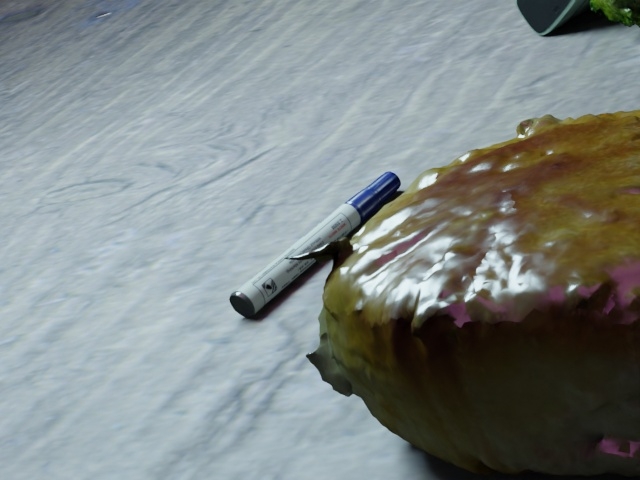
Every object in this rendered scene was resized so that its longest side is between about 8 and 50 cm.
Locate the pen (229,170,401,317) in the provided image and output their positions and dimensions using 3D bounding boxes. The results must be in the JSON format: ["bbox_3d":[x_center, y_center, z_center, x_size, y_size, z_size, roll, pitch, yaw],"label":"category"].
[{"bbox_3d":[0.000,0.000,1.178,0.025,0.025,0.204,4,33,44],"label":"pen"}]

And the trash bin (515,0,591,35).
[{"bbox_3d":[0.273,-0.272,1.436,0.130,0.059,0.116,-30,-7,-21],"label":"trash bin"}]

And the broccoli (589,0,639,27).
[{"bbox_3d":[0.358,-0.297,1.236,0.304,0.321,0.283,-26,53,15],"label":"broccoli"}]

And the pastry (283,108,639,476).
[{"bbox_3d":[0.160,0.016,0.869,0.330,0.136,0.329,-19,22,8],"label":"pastry"}]
